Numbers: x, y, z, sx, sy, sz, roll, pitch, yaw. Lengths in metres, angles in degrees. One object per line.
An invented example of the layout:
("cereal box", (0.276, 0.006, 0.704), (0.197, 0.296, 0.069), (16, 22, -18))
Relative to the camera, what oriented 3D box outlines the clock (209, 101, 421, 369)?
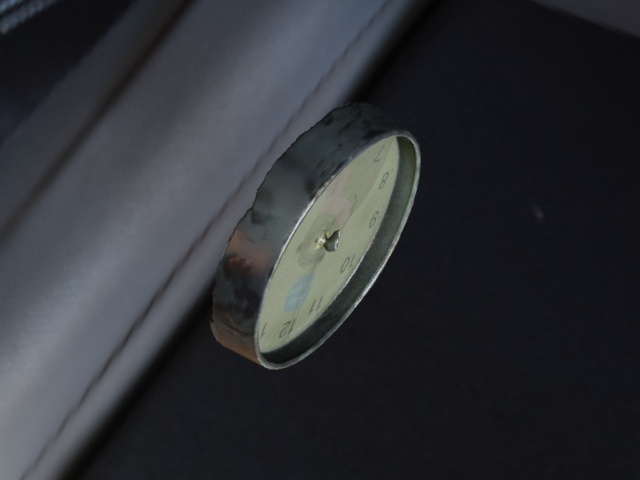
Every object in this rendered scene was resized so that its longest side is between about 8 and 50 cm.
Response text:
("clock", (0.000, 0.000, 1.423), (0.055, 0.281, 0.281), (32, 161, 21))
